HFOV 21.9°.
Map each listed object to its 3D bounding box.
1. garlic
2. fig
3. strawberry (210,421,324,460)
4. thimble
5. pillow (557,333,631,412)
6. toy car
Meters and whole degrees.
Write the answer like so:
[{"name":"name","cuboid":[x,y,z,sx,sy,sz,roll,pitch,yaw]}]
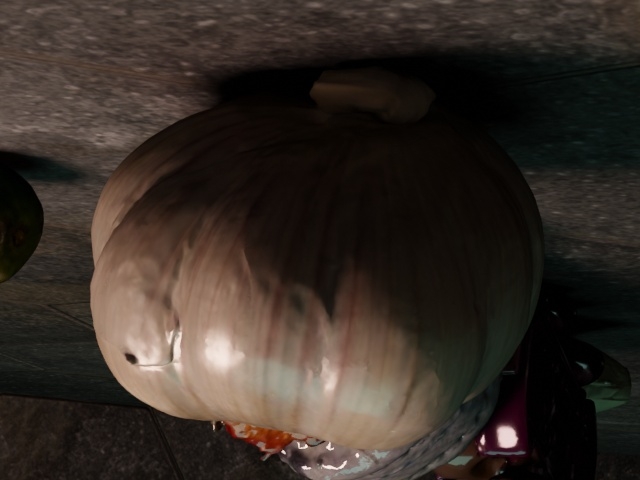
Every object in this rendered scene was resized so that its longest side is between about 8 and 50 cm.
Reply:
[{"name":"garlic","cuboid":[-0.004,0.016,1.090,0.322,0.241,0.322,-7,178,0]},{"name":"fig","cuboid":[-0.321,-0.029,1.375,0.177,0.117,0.117,24,175,18]},{"name":"strawberry","cuboid":[-0.029,0.036,1.460,0.280,0.150,0.253,-40,130,19]},{"name":"thimble","cuboid":[0.052,0.121,1.611,0.217,0.245,0.157,38,-172,32]},{"name":"pillow","cuboid":[0.194,0.158,2.053,0.322,0.119,0.255,8,173,-19]},{"name":"toy car","cuboid":[0.170,0.203,1.807,0.240,0.271,0.340,-4,142,23]}]
